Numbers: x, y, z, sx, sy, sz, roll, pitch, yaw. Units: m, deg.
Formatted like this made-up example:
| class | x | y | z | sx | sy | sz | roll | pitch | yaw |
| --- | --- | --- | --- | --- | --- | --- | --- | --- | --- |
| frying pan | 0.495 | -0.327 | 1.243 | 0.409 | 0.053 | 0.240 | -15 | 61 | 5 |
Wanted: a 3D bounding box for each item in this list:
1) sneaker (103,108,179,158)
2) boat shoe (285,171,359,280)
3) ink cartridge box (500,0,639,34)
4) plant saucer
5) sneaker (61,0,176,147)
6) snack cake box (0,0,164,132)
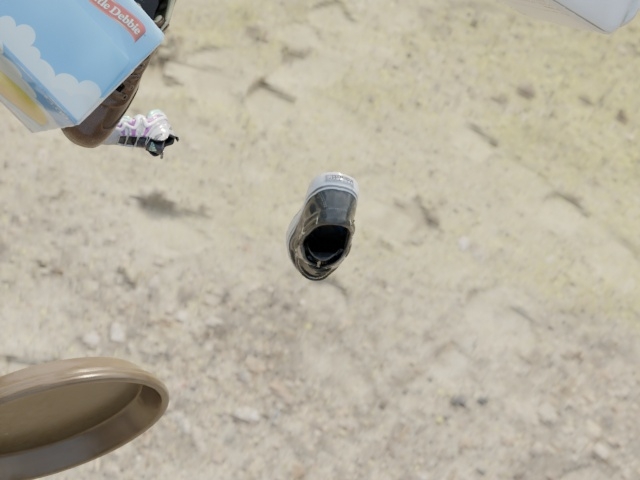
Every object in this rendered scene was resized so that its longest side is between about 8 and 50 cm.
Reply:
| class | x | y | z | sx | sy | sz | roll | pitch | yaw |
| --- | --- | --- | --- | --- | --- | --- | --- | --- | --- |
| sneaker | -0.221 | -0.124 | 1.613 | 0.098 | 0.038 | 0.069 | -24 | 64 | -32 |
| boat shoe | 0.000 | 0.000 | 0.954 | 0.049 | 0.142 | 0.040 | 6 | 63 | -4 |
| ink cartridge box | 0.136 | -0.382 | 1.088 | 0.384 | 0.279 | 0.160 | 25 | 5 | -28 |
| plant saucer | -0.298 | 0.193 | 1.377 | 0.277 | 0.278 | 0.041 | -10 | 65 | -26 |
| sneaker | -0.167 | -0.168 | 1.084 | 0.066 | 0.071 | 0.188 | 22 | 86 | -23 |
| snack cake box | -0.240 | -0.196 | 0.859 | 0.089 | 0.152 | 0.264 | -47 | 108 | -14 |
